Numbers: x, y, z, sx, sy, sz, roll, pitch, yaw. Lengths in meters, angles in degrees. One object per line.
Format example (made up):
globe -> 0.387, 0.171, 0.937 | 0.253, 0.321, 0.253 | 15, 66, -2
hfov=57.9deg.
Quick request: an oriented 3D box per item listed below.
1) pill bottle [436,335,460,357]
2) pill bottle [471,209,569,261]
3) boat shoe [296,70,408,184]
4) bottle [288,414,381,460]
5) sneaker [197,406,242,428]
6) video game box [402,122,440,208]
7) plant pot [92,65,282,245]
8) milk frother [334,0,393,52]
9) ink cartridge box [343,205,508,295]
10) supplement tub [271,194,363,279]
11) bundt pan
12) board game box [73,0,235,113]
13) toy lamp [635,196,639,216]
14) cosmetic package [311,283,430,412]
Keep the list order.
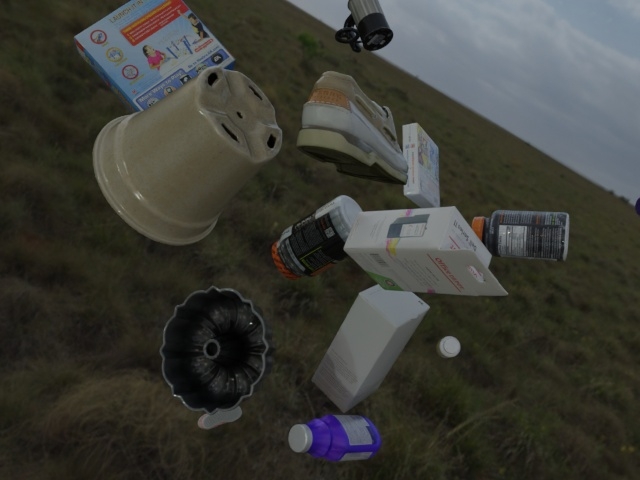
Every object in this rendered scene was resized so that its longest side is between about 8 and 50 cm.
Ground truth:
pill bottle -> 0.268, 0.223, 1.212 | 0.043, 0.043, 0.083 | 35, -9, 11
pill bottle -> 0.537, -0.016, 1.567 | 0.245, 0.131, 0.130 | 4, 6, 25
boat shoe -> 0.065, -0.147, 0.828 | 0.113, 0.104, 0.302 | 10, -1, 21
bottle -> 0.038, 0.517, 1.516 | 0.282, 0.092, 0.118 | 18, 24, -45
sneaker -> -0.309, 0.534, 1.749 | 0.134, 0.070, 0.051 | -11, 78, -38
video game box -> 0.268, -0.187, 1.530 | 0.048, 0.187, 0.205 | -2, -11, 26
plant pot -> -0.260, -0.201, 1.255 | 0.333, 0.305, 0.334 | 32, 43, -36
milk frother -> 0.097, -0.569, 1.493 | 0.143, 0.129, 0.135 | 16, 51, -58
ink cartridge box -> 0.256, 0.027, 1.362 | 0.353, 0.119, 0.207 | 0, -34, 44
supplement tub -> 0.000, 0.000, 2.094 | 0.207, 0.337, 0.207 | 43, 30, -32
bundt pan -> -0.259, 0.293, 1.554 | 0.330, 0.331, 0.124 | 40, 6, 25
board game box -> -0.452, -0.509, 1.601 | 0.302, 0.308, 0.086 | 48, -18, 1
toy lamp -> 0.798, -0.070, 1.245 | 0.274, 0.080, 0.080 | -1, 30, -21
cosmetic package -> 0.145, 0.309, 1.710 | 0.155, 0.366, 0.196 | 40, 31, 25
